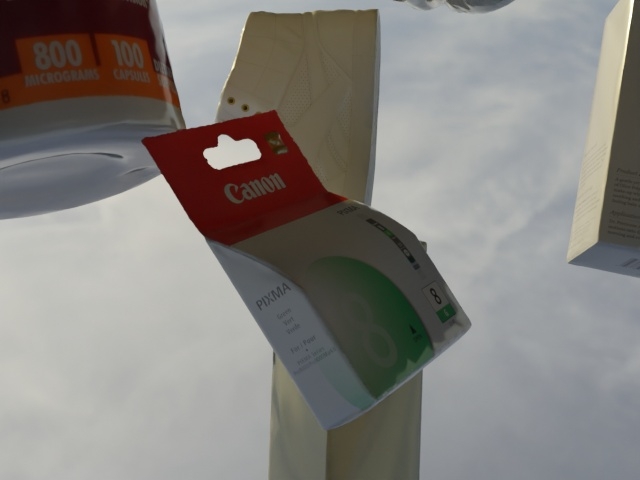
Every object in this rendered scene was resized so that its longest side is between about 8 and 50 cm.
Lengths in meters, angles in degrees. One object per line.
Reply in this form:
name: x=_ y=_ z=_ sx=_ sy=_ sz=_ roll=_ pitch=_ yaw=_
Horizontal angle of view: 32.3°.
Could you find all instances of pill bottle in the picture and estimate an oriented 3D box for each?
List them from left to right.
pill bottle: x=-0.247 y=-0.228 z=0.828 sx=0.224 sy=0.392 sz=0.224 roll=-14 pitch=173 yaw=-2

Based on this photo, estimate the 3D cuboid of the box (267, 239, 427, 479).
box: x=0.023 y=0.132 z=0.971 sx=0.113 sy=0.275 sz=0.094 roll=6 pitch=176 yaw=-38

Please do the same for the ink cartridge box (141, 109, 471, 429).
ink cartridge box: x=0.000 y=0.000 z=0.766 sx=0.056 sy=0.225 sz=0.181 roll=-33 pitch=176 yaw=30

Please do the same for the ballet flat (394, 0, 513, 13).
ballet flat: x=0.070 y=-0.226 z=0.773 sx=0.139 sy=0.139 sz=0.400 roll=-4 pitch=-173 yaw=-8

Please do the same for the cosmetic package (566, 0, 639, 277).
cosmetic package: x=0.463 y=-0.139 z=1.466 sx=0.196 sy=0.366 sz=0.155 roll=13 pitch=168 yaw=0

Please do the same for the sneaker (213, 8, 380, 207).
sneaker: x=-0.027 y=-0.095 z=1.156 sx=0.169 sy=0.293 sz=0.108 roll=3 pitch=-178 yaw=5
